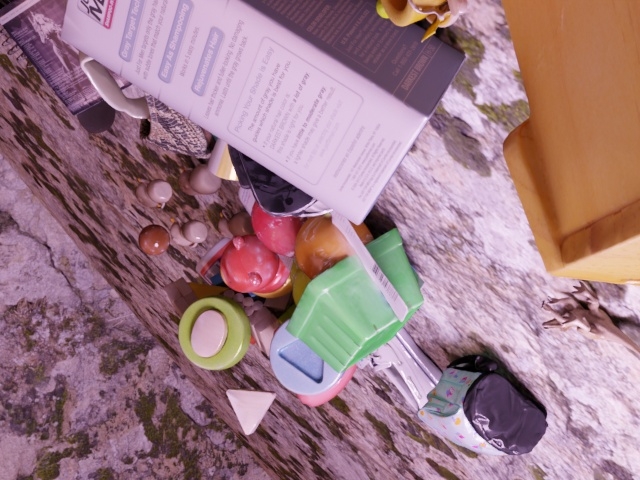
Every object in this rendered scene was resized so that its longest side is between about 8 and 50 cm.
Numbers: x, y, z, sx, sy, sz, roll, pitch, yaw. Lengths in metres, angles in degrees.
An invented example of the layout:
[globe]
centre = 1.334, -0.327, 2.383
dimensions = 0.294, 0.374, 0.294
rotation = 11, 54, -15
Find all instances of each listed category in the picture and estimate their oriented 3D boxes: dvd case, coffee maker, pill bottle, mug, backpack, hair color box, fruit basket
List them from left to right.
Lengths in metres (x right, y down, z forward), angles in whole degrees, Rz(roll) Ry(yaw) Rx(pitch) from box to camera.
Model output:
[dvd case]
centre = -0.445, -0.335, 1.669
dimensions = 0.164, 0.018, 0.221
rotation = -19, 119, 35
[mug]
centre = -0.116, -0.125, 1.355
dimensions = 0.078, 0.062, 0.064
rotation = 22, 120, 11
[pill bottle]
centre = -0.137, 0.085, 1.846
dimensions = 0.193, 0.108, 0.108
rotation = 45, 161, 3
[hair color box]
centre = -0.066, -0.195, 0.965
dimensions = 0.374, 0.114, 0.185
rotation = 32, 142, 0
[coffee maker]
centre = -0.043, -0.108, 1.161
dimensions = 0.171, 0.120, 0.178
rotation = 46, -170, 9
[fruit basket]
centre = 0.000, 0.000, 1.394
dimensions = 0.353, 0.165, 0.327
rotation = 60, 160, 15
[backpack]
centre = 0.227, 0.245, 1.412
dimensions = 0.152, 0.115, 0.182
rotation = 48, 163, -14

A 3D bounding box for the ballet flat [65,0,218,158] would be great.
[ballet flat]
centre = -0.228, -0.252, 1.239
dimensions = 0.182, 0.164, 0.483
rotation = 0, 155, 1

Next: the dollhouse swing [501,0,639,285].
[dollhouse swing]
centre = 0.292, -0.148, 0.587
dimensions = 0.315, 0.305, 0.347
rotation = 6, 164, -12

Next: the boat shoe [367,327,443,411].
[boat shoe]
centre = 0.113, 0.184, 1.579
dimensions = 0.226, 0.076, 0.083
rotation = 44, 160, 5

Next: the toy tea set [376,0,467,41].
[toy tea set]
centre = 0.057, -0.260, 0.637
dimensions = 0.336, 0.124, 0.200
rotation = 156, 98, -74

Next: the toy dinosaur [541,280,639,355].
[toy dinosaur]
centre = 0.307, 0.093, 1.069
dimensions = 0.092, 0.053, 0.183
rotation = 39, 173, -28

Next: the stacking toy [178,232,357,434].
[stacking toy]
centre = -0.110, 0.159, 1.593
dimensions = 0.309, 0.279, 0.130
rotation = 53, -167, 13

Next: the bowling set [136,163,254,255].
[bowling set]
centre = -0.263, -0.063, 1.695
dimensions = 0.287, 0.200, 0.154
rotation = 55, 160, -13

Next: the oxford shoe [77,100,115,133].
[oxford shoe]
centre = -0.440, -0.288, 1.816
dimensions = 0.212, 0.076, 0.076
rotation = 86, 160, -55

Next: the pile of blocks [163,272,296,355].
[pile of blocks]
centre = -0.103, 0.136, 1.751
dimensions = 0.362, 0.149, 0.113
rotation = 13, 147, 18

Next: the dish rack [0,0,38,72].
[dish rack]
centre = -0.560, -0.390, 1.829
dimensions = 0.208, 0.074, 0.271
rotation = 32, 156, 36
